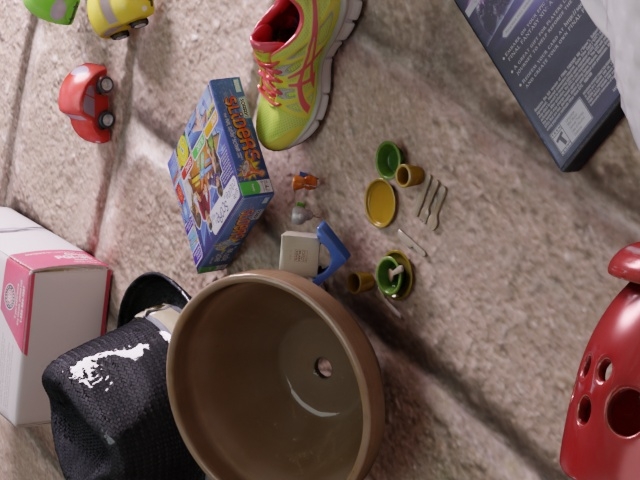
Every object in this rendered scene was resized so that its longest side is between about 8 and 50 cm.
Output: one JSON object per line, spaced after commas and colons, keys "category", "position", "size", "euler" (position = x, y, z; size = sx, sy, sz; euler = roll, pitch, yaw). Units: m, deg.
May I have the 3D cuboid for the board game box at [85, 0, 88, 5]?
{"category": "board game box", "position": [-0.270, -0.341, 1.967], "size": [0.090, 0.020, 0.090], "euler": [-53, 53, 43]}

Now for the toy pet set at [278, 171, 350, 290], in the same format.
{"category": "toy pet set", "position": [0.000, 0.000, 1.605], "size": [0.114, 0.065, 0.122], "euler": [-49, -36, -80]}

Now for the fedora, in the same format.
{"category": "fedora", "position": [-0.204, 0.194, 1.758], "size": [0.334, 0.153, 0.334], "euler": [41, 138, 52]}

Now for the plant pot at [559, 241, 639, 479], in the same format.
{"category": "plant pot", "position": [0.272, 0.093, 1.130], "size": [0.191, 0.191, 0.174], "euler": [13, 95, 53]}

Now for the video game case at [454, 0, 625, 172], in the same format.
{"category": "video game case", "position": [0.193, -0.222, 1.345], "size": [0.196, 0.026, 0.274], "euler": [-55, 50, 40]}

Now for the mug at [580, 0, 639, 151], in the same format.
{"category": "mug", "position": [0.282, -0.197, 1.026], "size": [0.374, 0.276, 0.328], "euler": [34, 128, 53]}

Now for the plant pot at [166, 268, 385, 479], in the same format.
{"category": "plant pot", "position": [-0.024, 0.136, 1.565], "size": [0.237, 0.110, 0.237], "euler": [9, 107, 32]}

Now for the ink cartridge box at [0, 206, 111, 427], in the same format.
{"category": "ink cartridge box", "position": [-0.392, 0.088, 2.082], "size": [0.283, 0.117, 0.207], "euler": [26, 113, 50]}

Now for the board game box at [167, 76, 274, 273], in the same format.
{"category": "board game box", "position": [-0.108, -0.065, 1.713], "size": [0.201, 0.035, 0.136], "euler": [129, 128, -61]}

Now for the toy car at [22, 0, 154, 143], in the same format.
{"category": "toy car", "position": [-0.302, -0.261, 1.957], "size": [0.225, 0.053, 0.239], "euler": [49, 132, 28]}

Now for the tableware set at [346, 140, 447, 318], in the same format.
{"category": "tableware set", "position": [0.062, -0.011, 1.538], "size": [0.104, 0.024, 0.154], "euler": [45, 128, 42]}

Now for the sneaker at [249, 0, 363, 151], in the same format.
{"category": "sneaker", "position": [-0.036, -0.180, 1.599], "size": [0.081, 0.094, 0.208], "euler": [47, 129, 39]}
